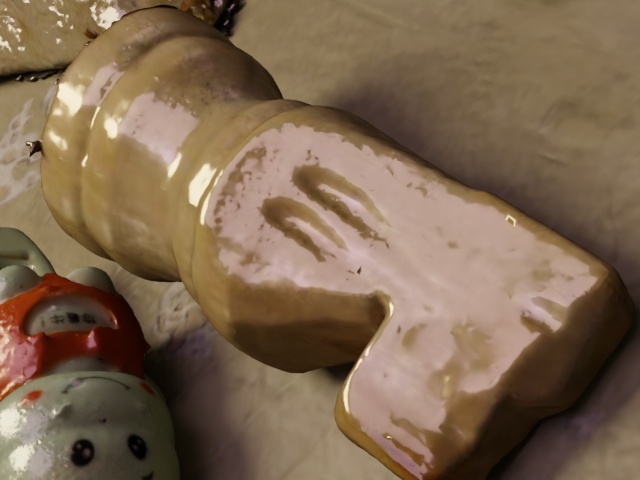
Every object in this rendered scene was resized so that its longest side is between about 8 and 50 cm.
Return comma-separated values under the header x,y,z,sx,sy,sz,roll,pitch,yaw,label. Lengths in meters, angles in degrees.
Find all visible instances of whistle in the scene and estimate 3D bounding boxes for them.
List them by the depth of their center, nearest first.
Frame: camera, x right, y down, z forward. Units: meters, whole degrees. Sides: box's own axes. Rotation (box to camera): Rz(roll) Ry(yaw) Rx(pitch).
x,y,z,sx,sy,sz,roll,pitch,yaw,label
-0.134,0.074,0.749,0.106,0.101,0.253,-44,43,11,whistle

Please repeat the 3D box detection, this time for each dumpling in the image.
x,y,z,sx,sy,sz,roll,pitch,yaw,label
-0.184,-0.189,1.010,0.332,0.086,0.166,-5,61,37,dumpling

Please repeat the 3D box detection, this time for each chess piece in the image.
x,y,z,sx,sy,sz,roll,pitch,yaw,label
0.000,0.000,0.683,0.301,0.137,0.137,31,84,39,chess piece
